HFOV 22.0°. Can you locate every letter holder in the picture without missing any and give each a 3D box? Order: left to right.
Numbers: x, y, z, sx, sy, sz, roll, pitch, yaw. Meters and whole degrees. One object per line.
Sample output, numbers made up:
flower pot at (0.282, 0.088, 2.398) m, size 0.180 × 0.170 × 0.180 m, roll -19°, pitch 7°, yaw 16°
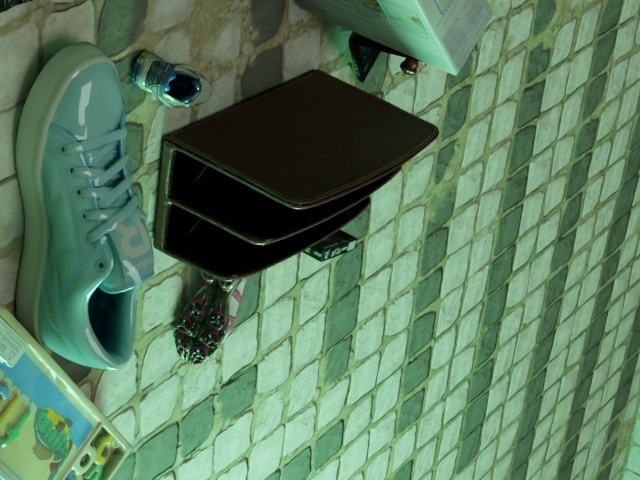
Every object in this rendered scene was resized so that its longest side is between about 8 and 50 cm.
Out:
letter holder at (-0.019, -0.065, 1.977) m, size 0.302 × 0.214 × 0.152 m, roll -30°, pitch 137°, yaw -48°

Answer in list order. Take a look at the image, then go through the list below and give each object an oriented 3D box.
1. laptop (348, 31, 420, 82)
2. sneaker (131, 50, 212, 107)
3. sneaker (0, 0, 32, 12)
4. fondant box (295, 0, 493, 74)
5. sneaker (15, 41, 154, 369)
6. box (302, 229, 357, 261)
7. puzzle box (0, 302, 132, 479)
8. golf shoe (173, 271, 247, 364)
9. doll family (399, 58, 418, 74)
laptop at (0.148, -0.308, 2.076) m, size 0.234 × 0.136 × 0.264 m, roll -60°, pitch 169°, yaw -7°
sneaker at (-0.154, -0.168, 1.825) m, size 0.135 × 0.058 × 0.052 m, roll 10°, pitch 104°, yaw -62°
sneaker at (-0.242, -0.259, 1.560) m, size 0.170 × 0.089 × 0.051 m, roll -45°, pitch 147°, yaw -32°
fondant box at (0.036, -0.333, 1.818) m, size 0.096 × 0.238 × 0.330 m, roll -58°, pitch 152°, yaw -9°
sneaker at (-0.224, -0.026, 1.723) m, size 0.135 × 0.150 × 0.366 m, roll -34°, pitch 141°, yaw -45°
box at (0.000, 0.000, 2.225) m, size 0.083 × 0.067 × 0.018 m, roll -19°, pitch 130°, yaw -53°
puzzle box at (-0.370, 0.252, 1.814) m, size 0.272 × 0.052 × 0.409 m, roll -55°, pitch 151°, yaw -16°
golf shoe at (-0.125, 0.071, 2.065) m, size 0.186 × 0.067 × 0.086 m, roll -67°, pitch 166°, yaw 20°
doll family at (0.153, -0.284, 2.225) m, size 0.111 × 0.076 × 0.193 m, roll -56°, pitch 158°, yaw 22°
